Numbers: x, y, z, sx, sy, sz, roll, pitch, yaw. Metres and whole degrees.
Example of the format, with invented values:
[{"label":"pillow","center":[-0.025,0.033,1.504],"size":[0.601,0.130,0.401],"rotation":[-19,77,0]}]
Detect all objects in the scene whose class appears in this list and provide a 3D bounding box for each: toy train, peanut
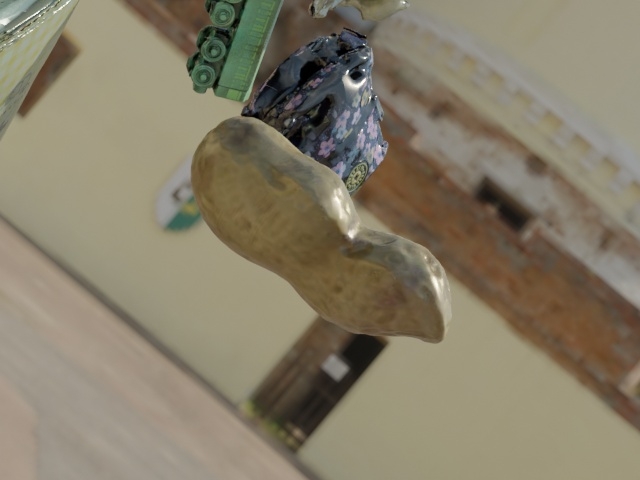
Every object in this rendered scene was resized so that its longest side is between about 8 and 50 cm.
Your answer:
[{"label":"toy train","center":[-0.082,-0.204,1.658],"size":[0.071,0.148,0.038],"rotation":[8,34,-22]},{"label":"peanut","center":[0.001,-0.001,1.234],"size":[0.228,0.085,0.104],"rotation":[39,-31,8]}]

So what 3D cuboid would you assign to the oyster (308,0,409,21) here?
[{"label":"oyster","center":[0.073,-0.273,1.609],"size":[0.163,0.191,0.081],"rotation":[57,24,-68]}]

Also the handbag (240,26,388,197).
[{"label":"handbag","center":[-0.007,-0.119,1.981],"size":[0.127,0.228,0.208],"rotation":[33,-23,25]}]

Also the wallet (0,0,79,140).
[{"label":"wallet","center":[-0.315,-0.127,1.526],"size":[0.077,0.309,0.223],"rotation":[37,42,-1]}]
